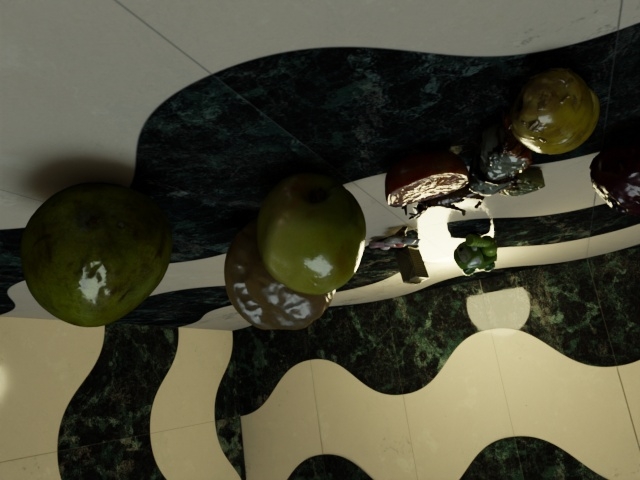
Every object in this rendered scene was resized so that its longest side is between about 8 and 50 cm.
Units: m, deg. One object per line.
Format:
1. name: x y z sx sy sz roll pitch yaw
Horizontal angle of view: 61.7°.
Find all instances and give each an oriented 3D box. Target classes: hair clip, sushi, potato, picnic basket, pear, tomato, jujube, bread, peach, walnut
1. hair clip: 0.289 0.002 2.129 0.146 0.075 0.257 -6 170 -27
2. sushi: 0.446 -0.201 1.344 0.129 0.124 0.332 4 162 1
3. potato: 0.488 -0.264 1.126 0.172 0.140 0.300 -34 159 30
4. picnic basket: 0.411 0.114 2.412 0.079 0.164 0.115 -31 155 34
5. pear: -0.535 0.026 1.286 0.351 0.353 0.413 -2 160 -21
6. tomato: 0.273 -0.172 1.434 0.236 0.095 0.237 -12 165 -3
7. jujube: 0.924 -0.183 1.481 0.376 0.259 0.258 13 157 -23
8. bread: 0.611 -0.177 1.646 0.156 0.064 0.117 -2 162 -26
9. peach: -0.019 -0.012 1.421 0.314 0.281 0.316 -9 123 -38
10. walnut: -0.127 0.109 1.717 0.382 0.384 0.384 -8 165 -2

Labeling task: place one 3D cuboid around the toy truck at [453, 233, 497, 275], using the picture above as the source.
1. toy truck: 0.703 0.044 2.381 0.186 0.148 0.211 -1 138 -17

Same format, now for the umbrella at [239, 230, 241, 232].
1. umbrella: -0.204 -0.016 1.872 0.044 0.044 0.269 -53 158 13

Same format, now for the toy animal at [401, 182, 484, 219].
1. toy animal: 0.403 -0.137 1.698 0.243 0.087 0.259 -33 153 27
